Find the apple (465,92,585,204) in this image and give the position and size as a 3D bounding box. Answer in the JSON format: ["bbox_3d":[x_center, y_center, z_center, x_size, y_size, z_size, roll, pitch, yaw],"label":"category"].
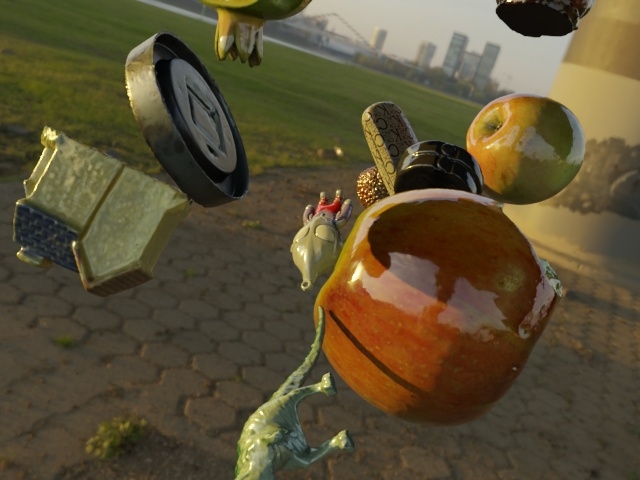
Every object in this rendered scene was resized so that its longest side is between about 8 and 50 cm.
[{"bbox_3d":[0.551,-0.258,1.889,0.277,0.319,0.319,43,-3,-37],"label":"apple"}]

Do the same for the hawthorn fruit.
[{"bbox_3d":[0.409,-0.496,1.249,0.190,0.251,0.189,-3,6,0],"label":"hawthorn fruit"}]

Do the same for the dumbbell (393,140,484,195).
[{"bbox_3d":[0.203,-0.039,1.343,0.185,0.185,0.388,20,54,6],"label":"dumbbell"}]

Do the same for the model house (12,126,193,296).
[{"bbox_3d":[-0.450,-0.036,1.403,0.321,0.266,0.261,26,-9,0],"label":"model house"}]

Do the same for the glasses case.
[{"bbox_3d":[0.223,-0.218,1.910,0.137,0.354,0.085,-18,-8,-38],"label":"glasses case"}]

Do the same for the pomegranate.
[{"bbox_3d":[-0.124,-0.533,1.394,0.310,0.358,0.216,16,18,27],"label":"pomegranate"}]

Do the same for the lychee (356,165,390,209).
[{"bbox_3d":[0.189,-0.162,2.073,0.165,0.197,0.165,-3,-10,-1],"label":"lychee"}]

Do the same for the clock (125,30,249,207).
[{"bbox_3d":[-0.154,-0.141,0.824,0.042,0.215,0.215,-22,8,13],"label":"clock"}]

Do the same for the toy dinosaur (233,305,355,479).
[{"bbox_3d":[-0.009,0.176,0.730,0.129,0.076,0.383,-8,16,27],"label":"toy dinosaur"}]

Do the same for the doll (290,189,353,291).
[{"bbox_3d":[0.000,0.000,1.212,0.102,0.075,0.227,-5,45,26],"label":"doll"}]

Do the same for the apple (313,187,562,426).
[{"bbox_3d":[0.160,0.086,0.986,0.340,0.339,0.339,17,15,-5],"label":"apple"}]
